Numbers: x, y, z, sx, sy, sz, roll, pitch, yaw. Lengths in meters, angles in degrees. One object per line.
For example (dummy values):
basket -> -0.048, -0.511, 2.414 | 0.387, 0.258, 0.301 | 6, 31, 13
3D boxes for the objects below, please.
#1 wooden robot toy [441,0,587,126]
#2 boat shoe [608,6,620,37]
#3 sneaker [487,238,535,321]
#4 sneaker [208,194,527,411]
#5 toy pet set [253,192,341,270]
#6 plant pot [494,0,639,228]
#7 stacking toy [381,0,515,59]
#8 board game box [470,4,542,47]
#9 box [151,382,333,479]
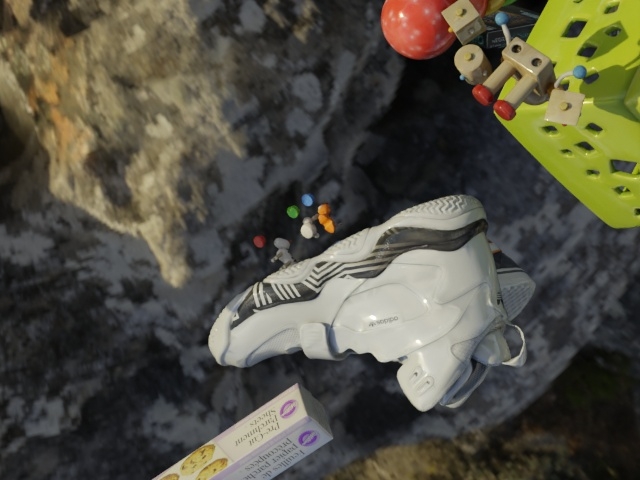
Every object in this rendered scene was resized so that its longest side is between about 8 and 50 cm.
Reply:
wooden robot toy -> 0.177, -0.143, 1.143 | 0.076, 0.173, 0.079 | -49, 152, 1
boat shoe -> 0.448, -0.371, 1.808 | 0.078, 0.070, 0.219 | -26, 141, -36
sneaker -> 0.148, 0.050, 1.634 | 0.321, 0.127, 0.126 | 5, 126, -55
sneaker -> 0.051, 0.112, 1.427 | 0.366, 0.210, 0.137 | -27, 165, 18
toy pet set -> 0.000, 0.000, 1.561 | 0.114, 0.065, 0.122 | 50, 133, -3
plant pot -> 0.353, -0.159, 1.292 | 0.228, 0.207, 0.227 | 38, 72, -28
stacking toy -> 0.187, -0.320, 1.469 | 0.330, 0.141, 0.141 | -40, 124, -30
board game box -> 0.222, -0.307, 1.763 | 0.126, 0.186, 0.026 | -15, 118, -28
box -> -0.135, 0.302, 1.622 | 0.324, 0.067, 0.063 | -34, 128, 12
